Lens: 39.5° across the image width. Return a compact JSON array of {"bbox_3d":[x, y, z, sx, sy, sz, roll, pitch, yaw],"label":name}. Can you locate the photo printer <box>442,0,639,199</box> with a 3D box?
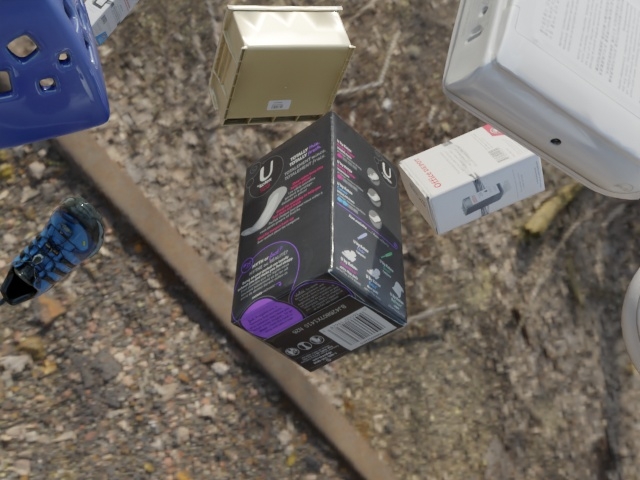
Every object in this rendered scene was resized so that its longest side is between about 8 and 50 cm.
[{"bbox_3d":[0.296,-0.205,1.008,0.308,0.107,0.255,26,65,-25],"label":"photo printer"}]

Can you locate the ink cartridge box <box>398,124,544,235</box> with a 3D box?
[{"bbox_3d":[0.272,-0.118,1.626,0.158,0.218,0.092,-118,-172,-57],"label":"ink cartridge box"}]

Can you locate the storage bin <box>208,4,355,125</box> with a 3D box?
[{"bbox_3d":[-0.091,-0.381,1.982,0.262,0.260,0.123,-6,58,-23],"label":"storage bin"}]

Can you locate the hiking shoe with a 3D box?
[{"bbox_3d":[-0.515,0.034,1.713,0.113,0.304,0.132,42,42,-5],"label":"hiking shoe"}]

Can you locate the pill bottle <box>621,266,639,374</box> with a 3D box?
[{"bbox_3d":[0.467,0.099,1.056,0.363,0.210,0.210,22,58,-69],"label":"pill bottle"}]

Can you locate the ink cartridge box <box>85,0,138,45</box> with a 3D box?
[{"bbox_3d":[-0.253,-0.281,1.068,0.028,0.048,0.083,35,77,8],"label":"ink cartridge box"}]

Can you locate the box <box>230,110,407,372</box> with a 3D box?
[{"bbox_3d":[0.000,0.000,1.131,0.143,0.165,0.270,37,38,-34],"label":"box"}]

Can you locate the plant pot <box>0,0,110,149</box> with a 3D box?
[{"bbox_3d":[-0.337,-0.226,0.793,0.236,0.212,0.235,-14,57,-10],"label":"plant pot"}]
